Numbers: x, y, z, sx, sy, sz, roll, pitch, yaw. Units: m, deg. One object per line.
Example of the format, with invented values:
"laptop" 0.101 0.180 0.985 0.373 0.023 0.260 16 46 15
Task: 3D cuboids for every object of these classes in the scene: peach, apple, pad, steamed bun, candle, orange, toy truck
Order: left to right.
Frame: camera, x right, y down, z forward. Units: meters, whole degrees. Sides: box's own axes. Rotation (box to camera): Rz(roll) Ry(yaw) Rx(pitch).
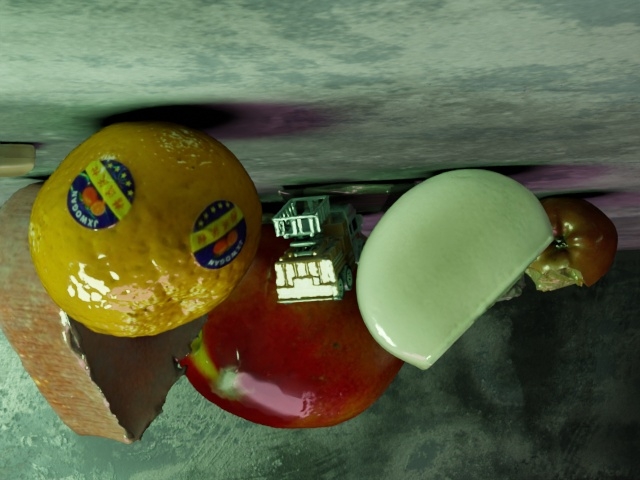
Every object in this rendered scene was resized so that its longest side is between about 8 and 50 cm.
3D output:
"candle" -0.233 0.073 1.176 0.131 0.287 0.317 1 -179 24
"orange" -0.133 -0.010 0.814 0.177 0.155 0.177 -33 157 -16
"peach" -0.028 0.119 1.487 0.338 0.281 0.281 2 174 -29
"toy truck" -0.001 0.000 1.300 0.080 0.115 0.177 -5 -163 17
"pad" 0.035 -0.054 1.391 0.174 0.022 0.233 -2 175 2
"steamed bun" 0.139 0.021 1.248 0.242 0.164 0.146 -44 174 -5
"apple" 0.368 0.001 1.617 0.156 0.147 0.158 29 172 11

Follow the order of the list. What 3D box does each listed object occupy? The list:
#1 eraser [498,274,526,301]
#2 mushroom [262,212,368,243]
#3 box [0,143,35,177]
"eraser" 0.235 0.044 2.030 0.102 0.155 0.332 -2 177 -40
"mushroom" -0.022 0.083 1.682 0.293 0.292 0.290 -4 154 14
"box" -0.293 -0.065 0.874 0.115 0.025 0.048 -2 178 -28
